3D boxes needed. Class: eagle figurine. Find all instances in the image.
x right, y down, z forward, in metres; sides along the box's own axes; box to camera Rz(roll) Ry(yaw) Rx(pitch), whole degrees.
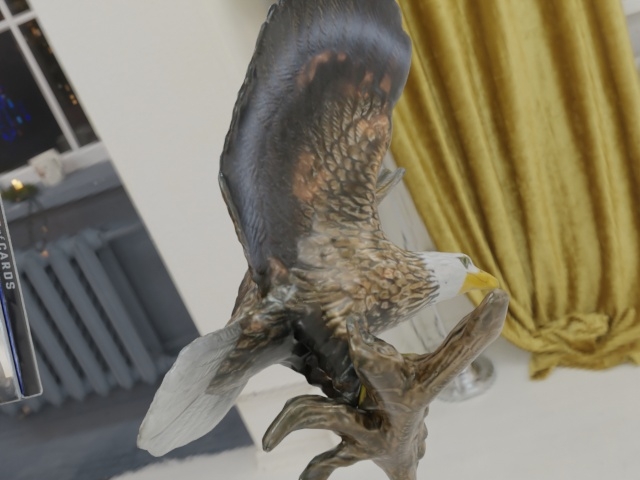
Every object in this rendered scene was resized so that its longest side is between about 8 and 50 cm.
[{"bbox_3d":[0.009,0.003,0.550,0.226,0.225,0.298,-37,48,22],"label":"eagle figurine"}]

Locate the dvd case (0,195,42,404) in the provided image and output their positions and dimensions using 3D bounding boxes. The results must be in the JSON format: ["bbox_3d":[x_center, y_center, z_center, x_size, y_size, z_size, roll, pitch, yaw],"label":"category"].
[{"bbox_3d":[-0.308,0.016,0.646,0.179,0.238,0.030,-15,-5,22],"label":"dvd case"}]
